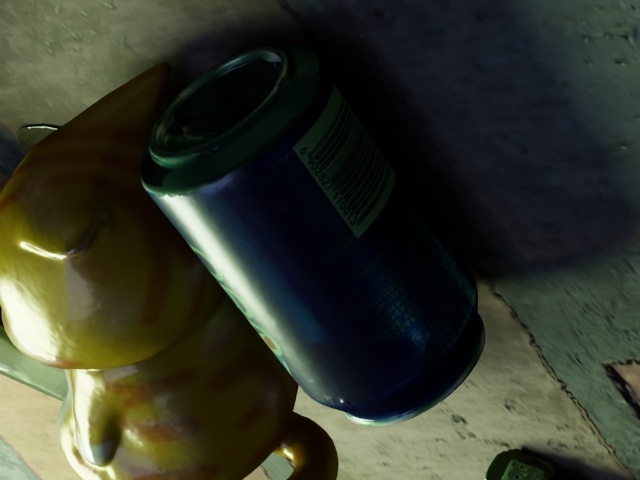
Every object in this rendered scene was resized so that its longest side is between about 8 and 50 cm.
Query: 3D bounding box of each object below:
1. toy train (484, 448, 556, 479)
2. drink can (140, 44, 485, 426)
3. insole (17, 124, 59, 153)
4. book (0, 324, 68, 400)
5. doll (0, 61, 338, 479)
[{"bbox_3d":[0.143,0.192,1.244,0.071,0.038,0.148,21,146,25],"label":"toy train"},{"bbox_3d":[0.000,0.000,1.041,0.118,0.118,0.205,-4,131,45],"label":"drink can"},{"bbox_3d":[-0.134,-0.048,1.205,0.135,0.002,0.045,16,144,25],"label":"insole"},{"bbox_3d":[-0.304,0.040,1.364,0.352,0.035,0.239,22,173,18],"label":"book"},{"bbox_3d":[-0.105,0.042,1.147,0.162,0.167,0.270,-9,136,22],"label":"doll"}]
